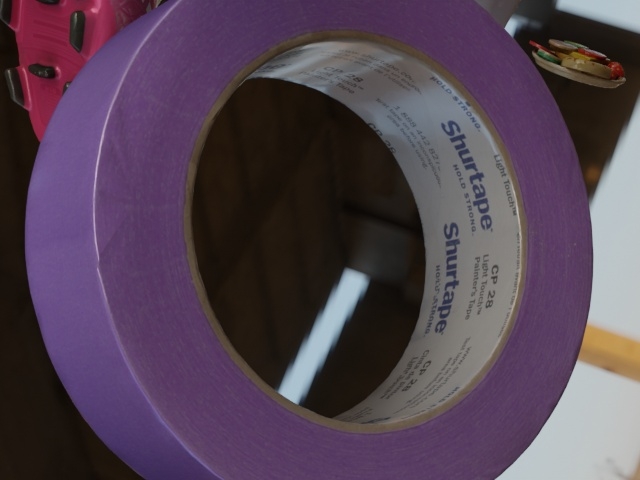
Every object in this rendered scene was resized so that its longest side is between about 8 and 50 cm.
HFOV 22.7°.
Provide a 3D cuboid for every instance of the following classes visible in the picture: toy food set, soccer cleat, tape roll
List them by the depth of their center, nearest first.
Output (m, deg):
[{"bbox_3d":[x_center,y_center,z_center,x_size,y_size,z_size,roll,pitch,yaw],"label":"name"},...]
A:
[{"bbox_3d":[0.000,0.000,0.780,0.090,0.275,0.275,-15,44,58],"label":"tape roll"},{"bbox_3d":[-0.104,-0.212,0.943,0.143,0.116,0.331,-2,-82,-38],"label":"soccer cleat"},{"bbox_3d":[0.213,-0.148,1.322,0.083,0.082,0.020,-6,-62,-50],"label":"toy food set"}]

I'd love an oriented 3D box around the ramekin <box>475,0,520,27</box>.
[{"bbox_3d":[0.086,-0.218,0.973,0.273,0.127,0.273,-63,0,1],"label":"ramekin"}]
